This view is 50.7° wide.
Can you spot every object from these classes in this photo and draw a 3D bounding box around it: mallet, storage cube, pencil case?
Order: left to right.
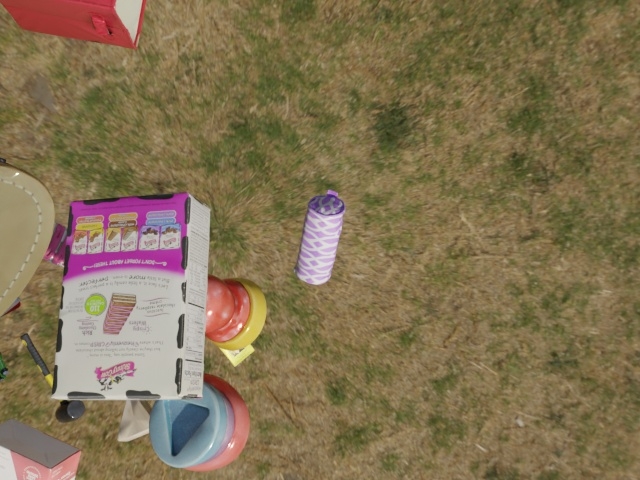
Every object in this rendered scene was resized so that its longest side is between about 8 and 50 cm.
[{"bbox_3d":[-0.503,0.257,1.267,0.039,0.062,0.189,-34,103,-48],"label":"mallet"},{"bbox_3d":[-0.373,-0.425,1.027,0.193,0.183,0.215,8,87,-5],"label":"storage cube"},{"bbox_3d":[0.000,0.000,1.452,0.086,0.088,0.206,24,130,13],"label":"pencil case"}]

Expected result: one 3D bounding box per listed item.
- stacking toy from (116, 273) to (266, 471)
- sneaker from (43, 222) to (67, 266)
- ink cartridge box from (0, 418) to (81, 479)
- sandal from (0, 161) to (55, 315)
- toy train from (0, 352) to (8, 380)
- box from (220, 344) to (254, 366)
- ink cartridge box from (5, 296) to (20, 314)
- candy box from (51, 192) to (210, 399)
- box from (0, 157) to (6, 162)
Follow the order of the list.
[{"bbox_3d":[-0.243,0.200,1.070,0.279,0.130,0.309,-6,71,28],"label":"stacking toy"},{"bbox_3d":[-0.460,-0.006,1.106,0.170,0.075,0.063,25,79,-9],"label":"sneaker"},{"bbox_3d":[-0.399,0.351,0.882,0.115,0.067,0.198,18,101,13],"label":"ink cartridge box"},{"bbox_3d":[-0.238,0.033,0.363,0.240,0.079,0.088,-48,127,10],"label":"sandal"},{"bbox_3d":[-0.540,0.198,1.123,0.024,0.017,0.083,-41,61,-4],"label":"toy train"},{"bbox_3d":[-0.229,0.148,1.381,0.058,0.087,0.232,-40,118,-12],"label":"box"},{"bbox_3d":[-0.633,0.013,1.056,0.130,0.272,0.309,-30,94,35],"label":"ink cartridge box"},{"bbox_3d":[-0.217,0.068,0.794,0.159,0.071,0.233,-3,75,14],"label":"candy box"},{"bbox_3d":[-0.663,-0.141,1.314,0.067,0.083,0.018,24,45,-42],"label":"box"}]
